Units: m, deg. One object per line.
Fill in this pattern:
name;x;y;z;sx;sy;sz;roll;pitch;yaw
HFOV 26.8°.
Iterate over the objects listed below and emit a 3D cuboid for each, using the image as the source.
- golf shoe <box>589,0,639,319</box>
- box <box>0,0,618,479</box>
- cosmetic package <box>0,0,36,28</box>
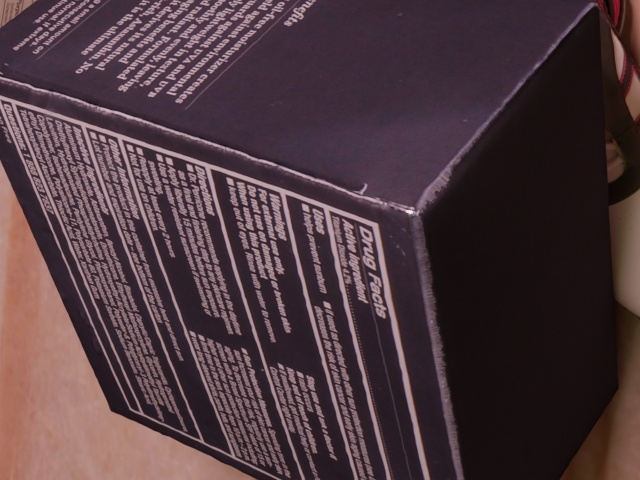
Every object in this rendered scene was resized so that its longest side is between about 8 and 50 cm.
golf shoe;0.148;-0.068;0.776;0.105;0.120;0.272;-29;80;31
box;0.000;0.000;0.770;0.294;0.183;0.296;21;142;32
cosmetic package;-0.340;-0.230;0.972;0.113;0.309;0.160;19;104;31
